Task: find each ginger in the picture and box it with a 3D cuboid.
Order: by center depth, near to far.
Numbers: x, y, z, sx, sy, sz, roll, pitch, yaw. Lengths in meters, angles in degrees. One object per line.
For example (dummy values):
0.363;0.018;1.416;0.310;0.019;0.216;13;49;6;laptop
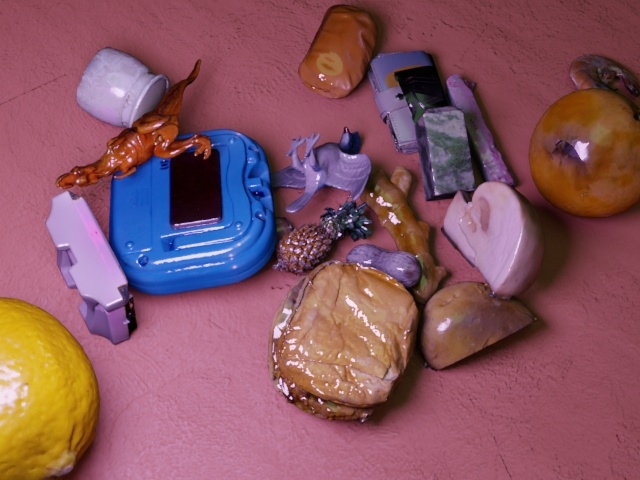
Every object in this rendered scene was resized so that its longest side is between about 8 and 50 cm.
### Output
0.164;-0.011;1.713;0.118;0.065;0.299;-16;69;-5;ginger

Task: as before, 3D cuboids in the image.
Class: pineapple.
0.001;0.000;1.658;0.221;0.083;0.103;-33;110;-23;pineapple

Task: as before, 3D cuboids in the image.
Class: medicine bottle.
-0.396;-0.299;1.748;0.143;0.147;0.147;29;64;5;medicine bottle

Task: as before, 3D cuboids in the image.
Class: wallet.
0.201;-0.303;1.859;0.170;0.069;0.231;-9;66;-16;wallet

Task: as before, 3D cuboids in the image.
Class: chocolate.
0.118;0.048;1.645;0.167;0.072;0.072;14;58;37;chocolate

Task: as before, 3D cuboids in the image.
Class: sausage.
0.041;-0.412;1.866;0.136;0.120;0.241;24;62;-11;sausage

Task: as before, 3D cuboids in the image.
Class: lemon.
-0.519;0.251;1.376;0.336;0.336;0.336;2;64;-5;lemon

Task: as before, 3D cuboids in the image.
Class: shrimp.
0.662;-0.329;1.929;0.143;0.052;0.251;-22;67;-19;shrimp

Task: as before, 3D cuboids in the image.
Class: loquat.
0.552;-0.176;1.746;0.263;0.263;0.263;2;64;-5;loquat

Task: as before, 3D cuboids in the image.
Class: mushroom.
0.367;-0.021;1.658;0.162;0.173;0.236;10;32;-35;mushroom

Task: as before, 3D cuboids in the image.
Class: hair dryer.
-0.139;-0.050;1.704;0.117;0.064;0.182;-22;63;-16;hair dryer

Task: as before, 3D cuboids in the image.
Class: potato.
0.290;0.136;1.618;0.243;0.098;0.138;-25;84;-17;potato

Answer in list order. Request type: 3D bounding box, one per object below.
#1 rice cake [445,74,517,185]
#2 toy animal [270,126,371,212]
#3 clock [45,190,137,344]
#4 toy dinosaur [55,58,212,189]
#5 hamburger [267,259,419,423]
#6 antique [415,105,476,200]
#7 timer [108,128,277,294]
0.345;-0.232;1.847;0.081;0.051;0.290;-9;65;-19;rice cake
0.011;-0.140;1.712;0.239;0.176;0.255;6;64;40;toy animal
-0.414;0.056;1.550;0.083;0.186;0.253;-25;68;-19;clock
-0.293;-0.206;1.616;0.208;0.097;0.432;11;43;40;toy dinosaur
0.037;0.182;1.562;0.259;0.144;0.283;30;60;4;hamburger
0.252;-0.179;1.761;0.088;0.086;0.183;-6;83;-8;antique
-0.244;-0.066;1.631;0.309;0.115;0.340;-9;54;1;timer
